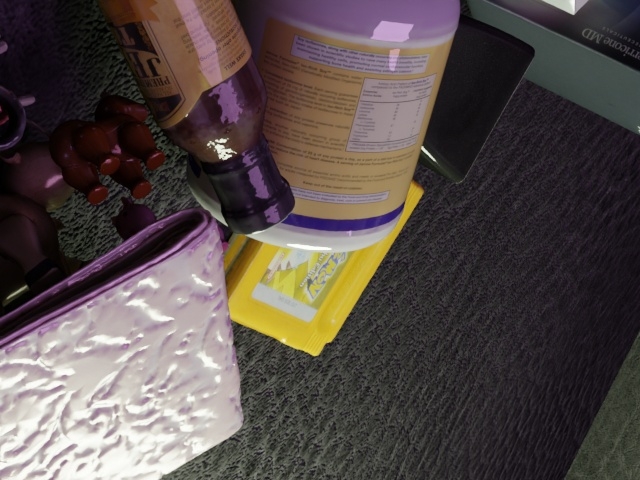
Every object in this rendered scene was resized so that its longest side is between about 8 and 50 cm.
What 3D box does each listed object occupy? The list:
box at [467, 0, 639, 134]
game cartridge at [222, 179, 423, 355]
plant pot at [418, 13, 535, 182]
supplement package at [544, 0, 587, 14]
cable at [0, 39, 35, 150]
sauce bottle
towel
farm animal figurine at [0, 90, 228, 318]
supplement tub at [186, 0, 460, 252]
[{"bbox_3d":[0.405,-0.340,1.751,0.294,0.296,0.183,-53,152,-10],"label":"box"},{"bbox_3d":[0.000,0.000,1.698,0.285,0.052,0.323,-59,150,0],"label":"game cartridge"},{"bbox_3d":[0.106,-0.208,1.548,0.167,0.188,0.187,26,95,-51],"label":"plant pot"},{"bbox_3d":[0.306,-0.456,1.584,0.262,0.199,0.198,-45,149,-24],"label":"supplement package"},{"bbox_3d":[-0.347,-0.094,1.000,0.287,0.139,0.072,-30,177,-33],"label":"cable"},{"bbox_3d":[-0.116,-0.162,1.169,0.111,0.111,0.344,-40,120,-30],"label":"sauce bottle"},{"bbox_3d":[-0.218,0.148,1.198,0.317,0.053,0.332,-29,146,-20],"label":"towel"},{"bbox_3d":[-0.259,0.003,1.192,0.326,0.172,0.330,-30,147,-21],"label":"farm animal figurine"},{"bbox_3d":[0.005,-0.181,1.334,0.241,0.241,0.331,-21,135,-48],"label":"supplement tub"}]
